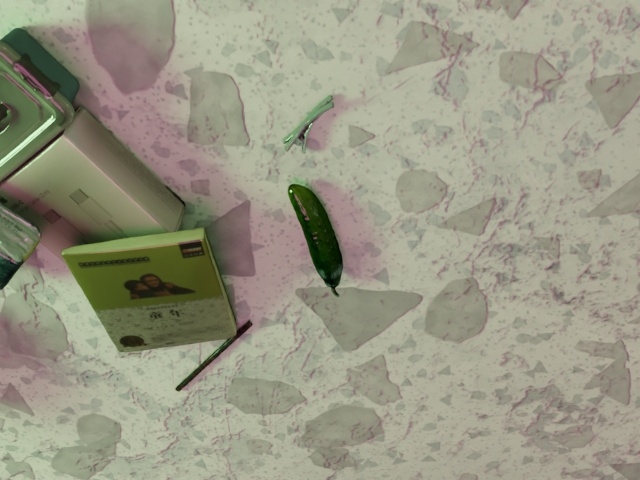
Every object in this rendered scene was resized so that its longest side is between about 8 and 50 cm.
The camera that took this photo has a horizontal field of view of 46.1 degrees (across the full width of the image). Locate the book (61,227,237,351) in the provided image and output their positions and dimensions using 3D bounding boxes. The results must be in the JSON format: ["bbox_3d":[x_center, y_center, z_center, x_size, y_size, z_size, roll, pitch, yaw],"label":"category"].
[{"bbox_3d":[-0.291,0.103,1.348,0.239,0.035,0.352,-8,146,-1],"label":"book"}]

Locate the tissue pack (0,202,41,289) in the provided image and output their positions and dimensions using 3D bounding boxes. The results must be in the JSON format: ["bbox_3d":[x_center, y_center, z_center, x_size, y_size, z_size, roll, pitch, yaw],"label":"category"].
[{"bbox_3d":[-0.586,-0.006,1.263,0.185,0.081,0.257,36,151,-18],"label":"tissue pack"}]

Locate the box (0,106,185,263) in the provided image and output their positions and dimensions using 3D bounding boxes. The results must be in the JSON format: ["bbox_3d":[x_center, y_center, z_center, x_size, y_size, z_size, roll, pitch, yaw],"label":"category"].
[{"bbox_3d":[-0.389,-0.065,1.266,0.203,0.106,0.251,-29,119,25],"label":"box"}]

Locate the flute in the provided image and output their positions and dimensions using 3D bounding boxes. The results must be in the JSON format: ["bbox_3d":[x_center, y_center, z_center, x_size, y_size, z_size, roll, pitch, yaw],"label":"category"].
[{"bbox_3d":[-0.222,0.242,1.543,0.014,0.014,0.269,35,122,-21],"label":"flute"}]

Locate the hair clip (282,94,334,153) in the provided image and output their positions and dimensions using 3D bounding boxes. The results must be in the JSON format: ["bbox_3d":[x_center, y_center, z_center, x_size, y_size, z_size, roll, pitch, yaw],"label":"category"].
[{"bbox_3d":[-0.012,-0.183,1.200,0.039,0.030,0.115,19,131,-35],"label":"hair clip"}]

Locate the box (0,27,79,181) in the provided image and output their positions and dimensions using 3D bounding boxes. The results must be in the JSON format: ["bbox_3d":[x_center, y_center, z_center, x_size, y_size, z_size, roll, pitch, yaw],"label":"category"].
[{"bbox_3d":[-0.487,-0.206,1.146,0.227,0.130,0.162,-31,120,25],"label":"box"}]

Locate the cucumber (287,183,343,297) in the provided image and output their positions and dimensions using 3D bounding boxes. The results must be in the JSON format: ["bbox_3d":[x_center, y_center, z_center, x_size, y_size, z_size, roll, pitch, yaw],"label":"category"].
[{"bbox_3d":[0.000,0.000,1.323,0.056,0.056,0.250,-12,125,12],"label":"cucumber"}]
